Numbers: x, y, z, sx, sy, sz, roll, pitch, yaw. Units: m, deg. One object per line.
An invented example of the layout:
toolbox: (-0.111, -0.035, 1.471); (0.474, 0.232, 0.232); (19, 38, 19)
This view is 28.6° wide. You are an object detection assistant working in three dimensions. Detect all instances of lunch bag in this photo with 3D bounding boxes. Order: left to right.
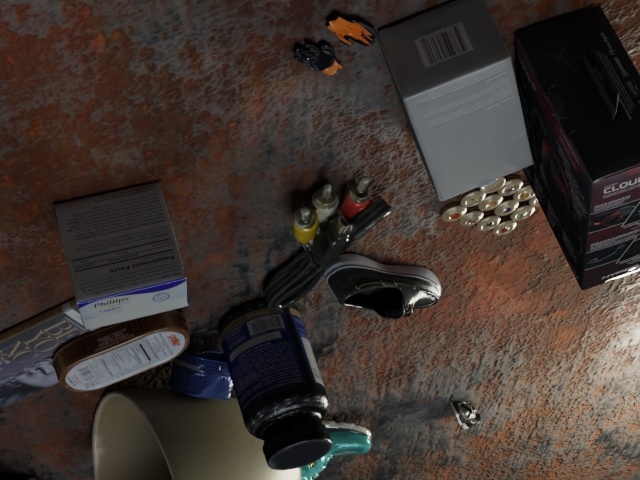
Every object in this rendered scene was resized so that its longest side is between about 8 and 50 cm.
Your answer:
lunch bag: (-0.165, 0.191, 1.820); (0.067, 0.065, 0.098); (15, 180, 43)

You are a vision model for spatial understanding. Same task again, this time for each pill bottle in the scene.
pill bottle: (-0.059, 0.202, 1.754); (0.122, 0.219, 0.123); (-14, 150, -8)

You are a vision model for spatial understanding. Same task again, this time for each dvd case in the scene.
dvd case: (-0.381, 0.157, 1.698); (0.221, 0.018, 0.164); (-25, 150, 9)

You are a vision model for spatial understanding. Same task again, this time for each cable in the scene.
cable: (0.000, 0.000, 1.652); (0.139, 0.072, 0.287); (-25, 167, -26)

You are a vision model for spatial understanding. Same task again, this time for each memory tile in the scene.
memory tile: (0.244, -0.049, 1.724); (0.148, 0.012, 0.113); (13, 137, -42)

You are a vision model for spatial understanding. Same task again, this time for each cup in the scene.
cup: (-0.170, 0.362, 1.878); (0.237, 0.331, 0.331); (-10, 150, -31)

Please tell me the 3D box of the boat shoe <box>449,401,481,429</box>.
boat shoe: (0.268, 0.319, 2.311); (0.038, 0.046, 0.125); (-24, 153, 9)

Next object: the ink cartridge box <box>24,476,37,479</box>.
ink cartridge box: (-0.548, 0.515, 1.927); (0.226, 0.131, 0.306); (-25, -169, 11)

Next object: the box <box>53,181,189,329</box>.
box: (-0.227, 0.018, 1.437); (0.126, 0.137, 0.072); (-13, 150, -11)

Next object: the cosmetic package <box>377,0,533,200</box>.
cosmetic package: (0.156, -0.155, 1.415); (0.127, 0.107, 0.238); (-21, 153, 3)

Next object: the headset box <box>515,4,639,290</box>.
headset box: (0.315, -0.110, 1.459); (0.110, 0.218, 0.293); (-20, 150, -2)

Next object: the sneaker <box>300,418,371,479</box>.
sneaker: (-0.039, 0.386, 2.183); (0.275, 0.110, 0.107); (-11, 149, -15)

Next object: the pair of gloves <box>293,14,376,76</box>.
pair of gloves: (0.015, -0.208, 1.333); (0.083, 0.010, 0.074); (-34, 149, 29)

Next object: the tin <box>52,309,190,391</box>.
tin: (-0.269, 0.151, 1.706); (0.189, 0.040, 0.106); (-22, 154, -3)

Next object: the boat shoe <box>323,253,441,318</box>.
boat shoe: (0.098, 0.077, 1.783); (0.080, 0.076, 0.228); (-36, 146, 27)
